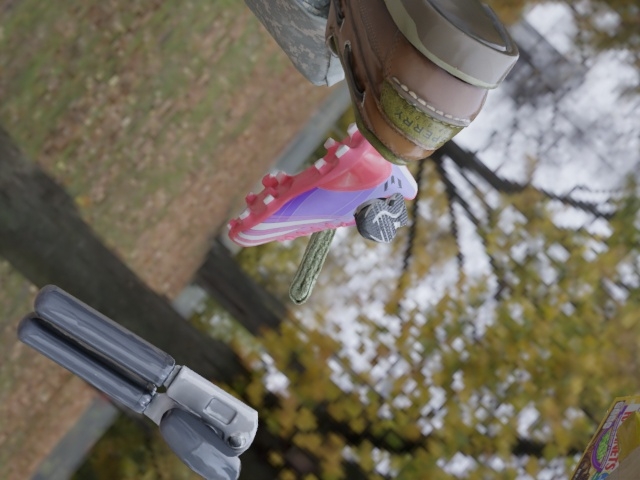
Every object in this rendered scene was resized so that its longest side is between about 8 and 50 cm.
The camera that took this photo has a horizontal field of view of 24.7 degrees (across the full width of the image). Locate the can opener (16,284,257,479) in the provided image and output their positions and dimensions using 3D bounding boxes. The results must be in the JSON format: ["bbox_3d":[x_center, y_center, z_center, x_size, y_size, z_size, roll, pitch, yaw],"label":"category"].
[{"bbox_3d":[-0.188,0.147,1.528,0.074,0.280,0.093,-54,-176,14],"label":"can opener"}]

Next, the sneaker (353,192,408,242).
[{"bbox_3d":[0.049,-0.018,1.367,0.044,0.040,0.109,-10,-175,19],"label":"sneaker"}]

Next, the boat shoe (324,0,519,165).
[{"bbox_3d":[0.046,-0.157,1.010,0.104,0.111,0.307,-55,-163,23],"label":"boat shoe"}]

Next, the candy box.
[{"bbox_3d":[0.373,0.277,1.852,0.105,0.027,0.206,-13,-147,52],"label":"candy box"}]

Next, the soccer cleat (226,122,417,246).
[{"bbox_3d":[-0.005,-0.036,1.515,0.248,0.095,0.083,-31,-159,45],"label":"soccer cleat"}]

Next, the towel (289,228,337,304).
[{"bbox_3d":[0.000,0.000,1.780,0.110,0.027,0.148,-69,-179,-76],"label":"towel"}]

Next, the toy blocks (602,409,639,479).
[{"bbox_3d":[0.484,0.269,1.572,0.381,0.261,0.190,119,-18,-50],"label":"toy blocks"}]

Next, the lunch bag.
[{"bbox_3d":[-0.019,-0.365,1.938,0.169,0.287,0.235,-23,170,-10],"label":"lunch bag"}]
